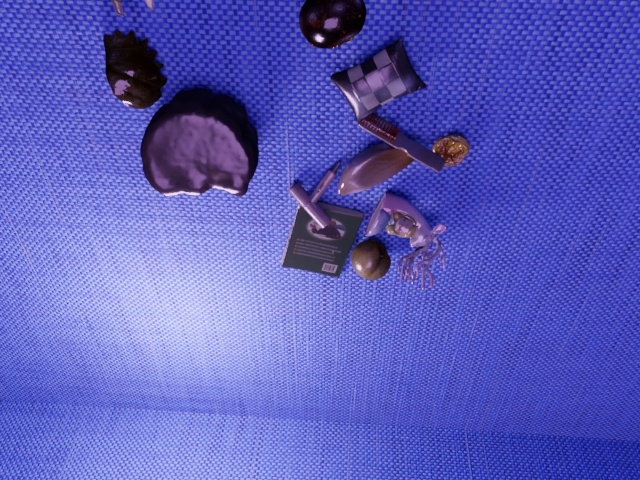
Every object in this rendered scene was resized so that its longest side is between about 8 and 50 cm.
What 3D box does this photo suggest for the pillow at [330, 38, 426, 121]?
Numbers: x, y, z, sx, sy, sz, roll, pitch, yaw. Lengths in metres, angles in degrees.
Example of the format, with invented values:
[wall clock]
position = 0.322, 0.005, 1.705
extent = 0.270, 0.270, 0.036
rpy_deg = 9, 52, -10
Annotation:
[pillow]
position = 0.180, -0.492, 1.771
extent = 0.250, 0.106, 0.186
rpy_deg = -23, 128, 19

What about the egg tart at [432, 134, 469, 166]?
[egg tart]
position = 0.444, -0.310, 1.953
extent = 0.130, 0.052, 0.130
rpy_deg = 3, 132, 3

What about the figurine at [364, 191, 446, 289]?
[figurine]
position = 0.321, 0.010, 2.139
extent = 0.316, 0.284, 0.206
rpy_deg = 24, 175, -1

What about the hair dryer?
[hair dryer]
position = 0.023, -0.182, 2.090
extent = 0.220, 0.053, 0.195
rpy_deg = -39, 95, 19

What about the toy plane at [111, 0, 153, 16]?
[toy plane]
position = -0.565, -0.758, 1.605
extent = 0.244, 0.092, 0.229
rpy_deg = 23, 115, -20

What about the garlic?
[garlic]
position = 0.189, -0.262, 1.982
extent = 0.318, 0.112, 0.143
rpy_deg = -22, 137, 15

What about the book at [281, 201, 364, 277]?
[book]
position = 0.000, 0.000, 2.296
extent = 0.260, 0.043, 0.371
rpy_deg = 12, 134, -8

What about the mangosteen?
[mangosteen]
position = 0.024, -0.652, 1.597
extent = 0.192, 0.192, 0.217
rpy_deg = -18, 105, 21

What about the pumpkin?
[pumpkin]
position = -0.578, -0.525, 1.787
extent = 0.130, 0.149, 0.254
rpy_deg = -13, 130, 28

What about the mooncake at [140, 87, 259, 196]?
[mooncake]
position = -0.392, -0.318, 1.913
extent = 0.381, 0.212, 0.350
rpy_deg = 14, 128, -7

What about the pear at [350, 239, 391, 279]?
[pear]
position = 0.202, 0.077, 2.264
extent = 0.137, 0.167, 0.167
rpy_deg = -30, 124, 32

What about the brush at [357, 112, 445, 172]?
[brush]
position = 0.274, -0.331, 1.893
extent = 0.321, 0.060, 0.050
rpy_deg = 30, 159, -5
